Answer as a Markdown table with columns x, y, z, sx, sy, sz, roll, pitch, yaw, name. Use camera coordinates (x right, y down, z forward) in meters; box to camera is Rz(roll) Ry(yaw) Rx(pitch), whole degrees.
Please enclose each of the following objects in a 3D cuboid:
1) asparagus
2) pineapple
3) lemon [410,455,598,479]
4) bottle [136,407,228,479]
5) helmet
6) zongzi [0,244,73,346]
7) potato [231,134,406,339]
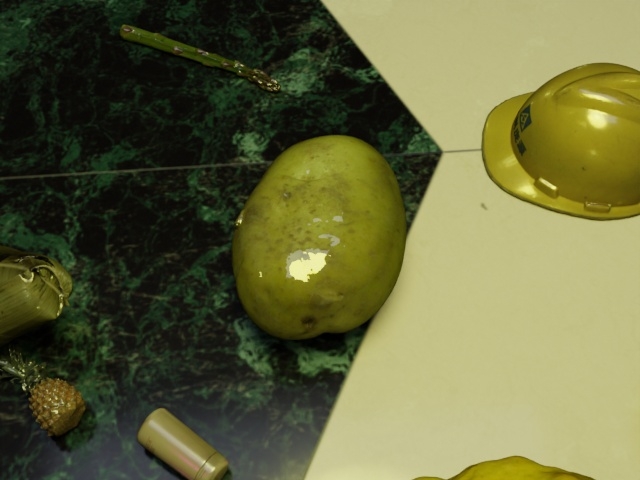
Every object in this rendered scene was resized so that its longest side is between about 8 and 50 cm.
| x | y | z | sx | sy | sz | roll | pitch | yaw | name |
| --- | --- | --- | --- | --- | --- | --- | --- | --- | --- |
| -0.163 | -0.249 | 1.222 | 0.249 | 0.024 | 0.025 | 21 | 105 | 12 | asparagus |
| -0.308 | 0.154 | 0.970 | 0.124 | 0.058 | 0.058 | 39 | 67 | 20 | pineapple |
| 0.203 | 0.326 | 0.757 | 0.286 | 0.285 | 0.316 | -23 | 40 | -12 | lemon |
| -0.144 | 0.220 | 0.939 | 0.096 | 0.045 | 0.045 | 34 | 66 | 17 | bottle |
| 0.337 | -0.145 | 1.097 | 0.257 | 0.140 | 0.205 | 6 | 60 | 1 | helmet |
| -0.340 | 0.022 | 0.990 | 0.205 | 0.094 | 0.204 | -26 | 41 | 26 | zongzi |
| -0.002 | -0.001 | 1.006 | 0.197 | 0.148 | 0.228 | 0 | 61 | -15 | potato |
